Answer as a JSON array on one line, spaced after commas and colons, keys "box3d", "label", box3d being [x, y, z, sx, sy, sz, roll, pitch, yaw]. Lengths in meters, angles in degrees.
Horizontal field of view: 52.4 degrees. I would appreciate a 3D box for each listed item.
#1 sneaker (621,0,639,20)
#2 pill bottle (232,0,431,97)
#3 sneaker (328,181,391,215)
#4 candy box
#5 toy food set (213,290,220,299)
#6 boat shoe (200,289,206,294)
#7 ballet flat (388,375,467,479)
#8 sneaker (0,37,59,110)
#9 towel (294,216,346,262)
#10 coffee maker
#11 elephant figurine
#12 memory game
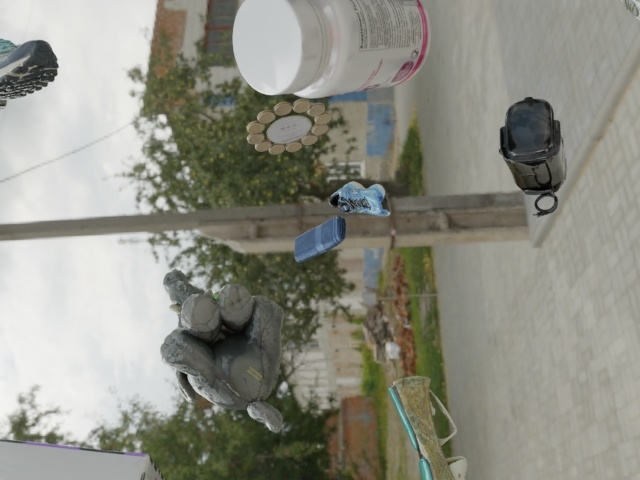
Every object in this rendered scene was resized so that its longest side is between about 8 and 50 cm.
[{"box3d": [0.666, -0.542, 1.302, 0.090, 0.115, 0.232, 55, -165, 18], "label": "sneaker"}, {"box3d": [0.021, -0.294, 0.950, 0.283, 0.160, 0.160, -21, -65, -44], "label": "pill bottle"}, {"box3d": [0.072, -0.068, 1.228, 0.162, 0.073, 0.063, 14, 125, 60], "label": "sneaker"}, {"box3d": [-0.239, 0.241, 0.610, 0.196, 0.165, 0.070, 105, 171, -63], "label": "candy box"}, {"box3d": [-0.240, 0.158, 1.617, 0.020, 0.083, 0.083, -90, 17, -54], "label": "toy food set"}, {"box3d": [-0.283, 0.182, 1.664, 0.064, 0.060, 0.178, 35, -165, -34], "label": "boat shoe"}, {"box3d": [0.255, 0.460, 1.420, 0.123, 0.123, 0.348, 84, 169, -65], "label": "ballet flat"}, {"box3d": [-0.537, -0.283, 1.043, 0.110, 0.283, 0.122, -27, -76, -55], "label": "sneaker"}, {"box3d": [0.000, 0.000, 1.311, 0.029, 0.119, 0.067, 40, -142, -36], "label": "towel"}, {"box3d": [0.408, -0.156, 1.214, 0.178, 0.120, 0.171, 26, -140, -62], "label": "coffee maker"}, {"box3d": [-0.143, 0.139, 0.899, 0.239, 0.169, 0.186, -19, 54, 67], "label": "elephant figurine"}, {"box3d": [-0.066, -0.239, 1.376, 0.186, 0.186, 0.012, 84, 170, -66], "label": "memory game"}]
